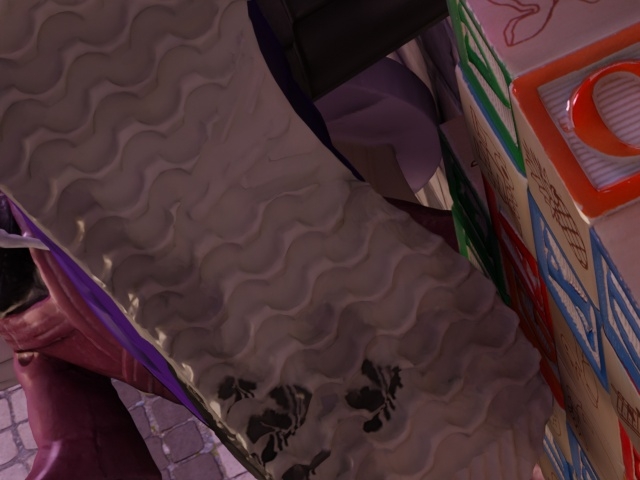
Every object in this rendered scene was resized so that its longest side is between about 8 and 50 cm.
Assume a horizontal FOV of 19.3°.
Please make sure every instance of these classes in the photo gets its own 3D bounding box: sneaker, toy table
[{"bbox_3d":[-0.059,-0.036,0.553,0.293,0.102,0.146,57,167,-18],"label":"sneaker"},{"bbox_3d":[0.000,0.000,1.176,0.274,0.252,0.161,38,-139,-66],"label":"toy table"}]

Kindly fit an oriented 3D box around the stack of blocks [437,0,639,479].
[{"bbox_3d":[0.107,0.023,0.550,0.297,0.087,0.171,70,175,-57],"label":"stack of blocks"}]

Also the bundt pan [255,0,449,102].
[{"bbox_3d":[-0.021,-0.210,0.654,0.331,0.124,0.330,157,90,-87],"label":"bundt pan"}]

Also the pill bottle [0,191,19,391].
[{"bbox_3d":[-0.239,-0.109,1.053,0.224,0.224,0.392,97,150,-85],"label":"pill bottle"}]

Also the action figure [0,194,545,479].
[{"bbox_3d":[-0.039,0.016,0.868,0.276,0.370,0.248,-61,-14,-71],"label":"action figure"}]
